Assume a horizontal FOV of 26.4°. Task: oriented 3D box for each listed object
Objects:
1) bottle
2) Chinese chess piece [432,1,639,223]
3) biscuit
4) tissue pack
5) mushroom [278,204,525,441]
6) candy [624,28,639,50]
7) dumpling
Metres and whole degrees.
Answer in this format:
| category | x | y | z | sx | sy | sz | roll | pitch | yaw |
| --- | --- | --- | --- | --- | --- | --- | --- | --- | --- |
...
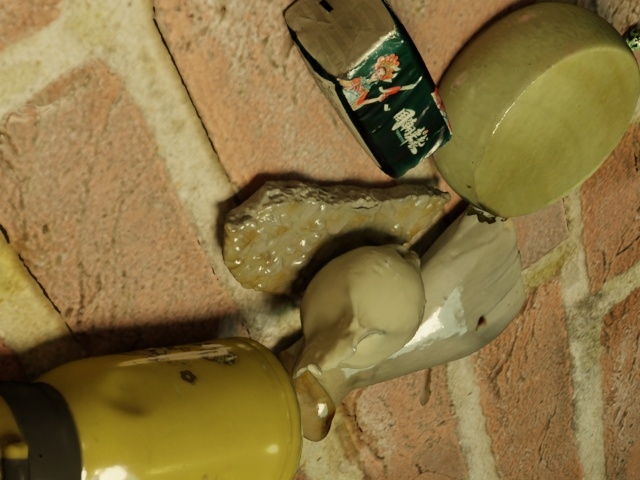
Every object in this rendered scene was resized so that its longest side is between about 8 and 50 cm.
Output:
| category | x | y | z | sx | sy | sz | roll | pitch | yaw |
| --- | --- | --- | --- | --- | --- | --- | --- | --- | --- |
| bottle | -0.198 | 0.185 | 1.262 | 0.351 | 0.171 | 0.171 | -2 | 130 | -42 |
| Chinese chess piece | 0.212 | -0.129 | 1.378 | 0.238 | 0.092 | 0.237 | -26 | 143 | -22 |
| biscuit | -0.001 | -0.001 | 1.362 | 0.290 | 0.038 | 0.141 | -4 | 135 | -44 |
| tissue pack | 0.045 | -0.145 | 1.195 | 0.090 | 0.103 | 0.170 | -35 | 145 | 3 |
| mushroom | 0.085 | 0.087 | 1.495 | 0.329 | 0.122 | 0.159 | -32 | 108 | -15 |
| candy | 0.314 | -0.201 | 1.464 | 0.083 | 0.025 | 0.023 | -31 | 157 | 6 |
| dumpling | 0.030 | 0.076 | 1.366 | 0.155 | 0.111 | 0.181 | -32 | 163 | 31 |
